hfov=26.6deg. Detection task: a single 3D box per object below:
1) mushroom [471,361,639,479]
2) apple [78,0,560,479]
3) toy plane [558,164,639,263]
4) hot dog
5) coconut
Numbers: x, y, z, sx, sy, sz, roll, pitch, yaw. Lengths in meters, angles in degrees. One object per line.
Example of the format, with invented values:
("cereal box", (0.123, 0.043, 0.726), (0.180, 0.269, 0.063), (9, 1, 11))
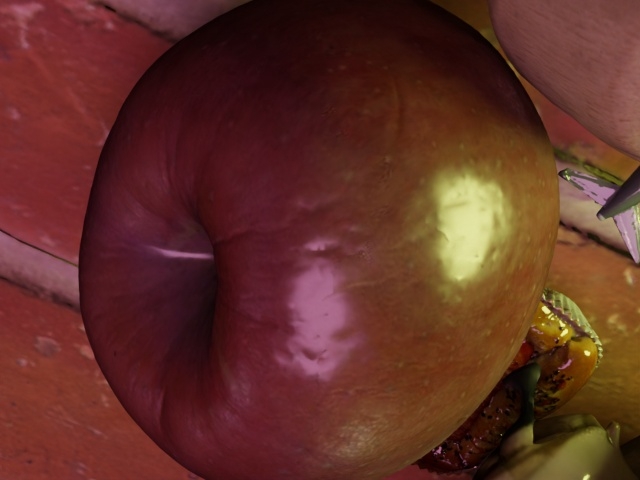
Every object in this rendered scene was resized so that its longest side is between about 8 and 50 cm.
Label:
("mushroom", (0.187, 0.230, 0.912), (0.362, 0.362, 0.294), (-41, 88, 30))
("apple", (0.000, 0.000, 0.808), (0.235, 0.306, 0.306), (-8, 139, -41))
("toy plane", (0.257, -0.077, 0.845), (0.226, 0.058, 0.226), (-38, 97, 29))
("hot dog", (0.123, 0.106, 0.996), (0.108, 0.059, 0.191), (35, 125, -11))
("coconut", (0.196, -0.151, 0.726), (0.224, 0.224, 0.224), (4, 126, 5))
